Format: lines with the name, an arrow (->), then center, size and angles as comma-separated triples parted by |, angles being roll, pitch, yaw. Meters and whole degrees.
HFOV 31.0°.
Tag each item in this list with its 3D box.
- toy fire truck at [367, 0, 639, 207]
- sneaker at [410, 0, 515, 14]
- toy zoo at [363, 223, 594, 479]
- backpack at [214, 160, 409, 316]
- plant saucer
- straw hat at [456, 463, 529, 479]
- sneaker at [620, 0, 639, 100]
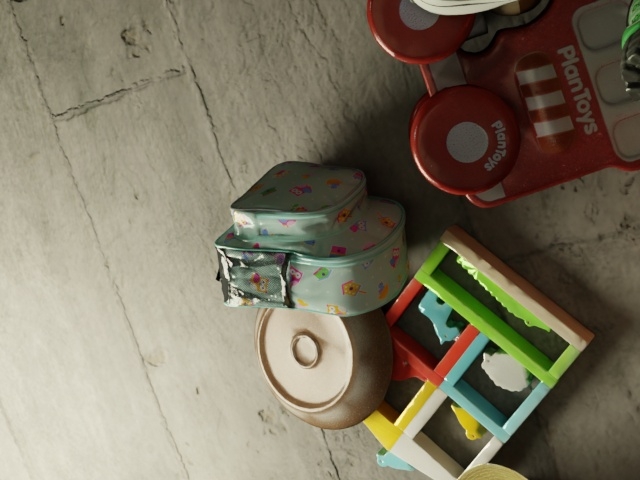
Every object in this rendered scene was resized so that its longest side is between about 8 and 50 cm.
toy fire truck -> 0.186, -0.188, 1.099 | 0.253, 0.169, 0.302 | -18, 97, 6
sneaker -> 0.217, -0.261, 0.909 | 0.330, 0.146, 0.122 | -26, 101, 13
toy zoo -> 0.140, 0.151, 1.281 | 0.192, 0.030, 0.293 | 40, 119, 12
backpack -> 0.000, 0.000, 1.230 | 0.188, 0.166, 0.144 | 14, 121, 21
plant saucer -> -0.008, 0.124, 1.324 | 0.198, 0.036, 0.199 | 6, 100, 36
straw hat -> 0.215, 0.294, 1.269 | 0.144, 0.061, 0.145 | 18, 119, 35
sneaker -> 0.398, -0.211, 0.881 | 0.343, 0.146, 0.134 | -9, 144, 26
